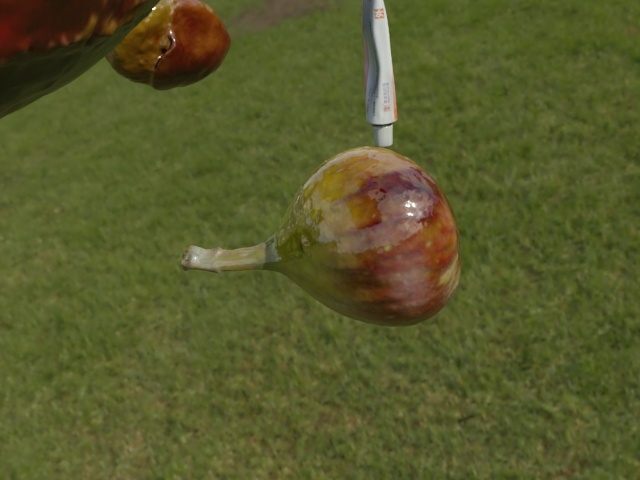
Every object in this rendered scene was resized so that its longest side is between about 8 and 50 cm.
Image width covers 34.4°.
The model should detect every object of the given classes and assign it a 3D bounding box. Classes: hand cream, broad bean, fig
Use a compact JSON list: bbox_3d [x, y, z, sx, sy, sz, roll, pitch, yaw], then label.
[{"bbox_3d":[0.067,-0.218,1.243,0.038,0.216,0.052,-23,27,-40],"label":"hand cream"},{"bbox_3d":[-0.231,-0.303,1.567,0.156,0.122,0.228,-39,-15,27],"label":"broad bean"},{"bbox_3d":[0.009,-0.014,0.861,0.231,0.143,0.160,16,4,15],"label":"fig"}]

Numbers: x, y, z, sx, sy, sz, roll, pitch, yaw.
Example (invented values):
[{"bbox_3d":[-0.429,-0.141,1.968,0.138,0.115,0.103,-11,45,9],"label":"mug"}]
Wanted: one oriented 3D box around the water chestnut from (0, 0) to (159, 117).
[{"bbox_3d":[-0.221,-0.221,0.510,0.351,0.302,0.350,23,24,-11],"label":"water chestnut"}]
